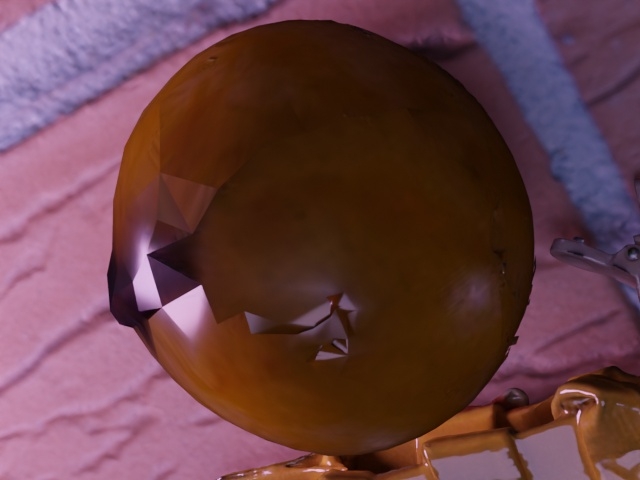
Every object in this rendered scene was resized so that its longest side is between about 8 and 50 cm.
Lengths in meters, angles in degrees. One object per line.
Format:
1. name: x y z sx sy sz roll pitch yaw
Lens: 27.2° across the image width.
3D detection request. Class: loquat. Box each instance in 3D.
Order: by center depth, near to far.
1. loquat: 0.000 0.000 0.710 0.235 0.235 0.235 3 116 7

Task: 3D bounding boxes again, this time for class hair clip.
1. hair clip: 0.207 0.073 0.745 0.072 0.034 0.226 -27 69 5

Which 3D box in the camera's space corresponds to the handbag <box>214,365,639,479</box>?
1. handbag: 0.144 0.225 0.859 0.401 0.133 0.283 -19 107 16
